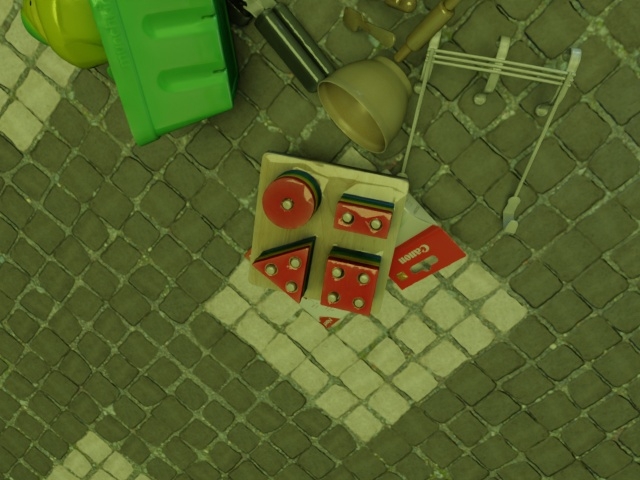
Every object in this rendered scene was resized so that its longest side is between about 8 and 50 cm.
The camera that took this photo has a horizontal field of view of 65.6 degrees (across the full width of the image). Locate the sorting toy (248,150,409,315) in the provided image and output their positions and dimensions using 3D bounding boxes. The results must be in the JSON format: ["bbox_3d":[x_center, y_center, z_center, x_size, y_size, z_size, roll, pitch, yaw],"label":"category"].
[{"bbox_3d":[0.000,0.000,0.861,0.255,0.089,0.257,13,113,7],"label":"sorting toy"}]

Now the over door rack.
[{"bbox_3d":[0.270,-0.194,0.876,0.239,0.108,0.324,13,123,7],"label":"over door rack"}]

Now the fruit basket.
[{"bbox_3d":[-0.337,-0.365,0.805,0.392,0.283,0.392,-2,125,-3],"label":"fruit basket"}]

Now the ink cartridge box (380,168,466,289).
[{"bbox_3d":[0.132,-0.002,0.943,0.224,0.056,0.181,47,134,-6],"label":"ink cartridge box"}]

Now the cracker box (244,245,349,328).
[{"bbox_3d":[-0.017,0.052,0.988,0.232,0.067,0.156,41,129,-6],"label":"cracker box"}]

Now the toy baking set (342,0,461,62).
[{"bbox_3d":[0.129,-0.391,0.782,0.256,0.030,0.196,-41,67,54],"label":"toy baking set"}]

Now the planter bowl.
[{"bbox_3d":[0.089,-0.248,0.863,0.162,0.162,0.109,44,83,-6],"label":"planter bowl"}]

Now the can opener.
[{"bbox_3d":[-0.087,-0.382,0.891,0.280,0.074,0.093,46,142,-5],"label":"can opener"}]
